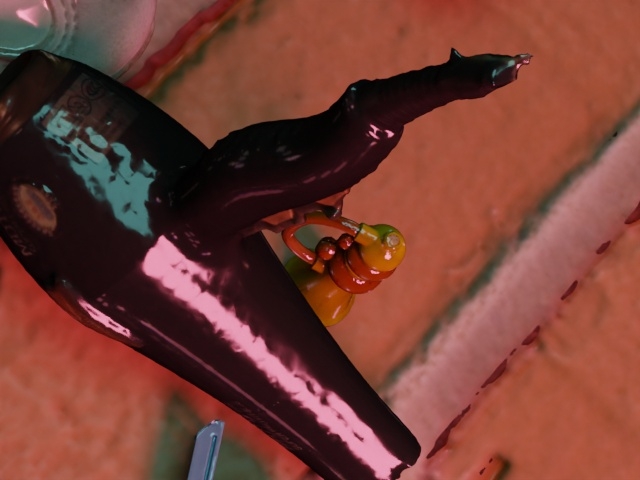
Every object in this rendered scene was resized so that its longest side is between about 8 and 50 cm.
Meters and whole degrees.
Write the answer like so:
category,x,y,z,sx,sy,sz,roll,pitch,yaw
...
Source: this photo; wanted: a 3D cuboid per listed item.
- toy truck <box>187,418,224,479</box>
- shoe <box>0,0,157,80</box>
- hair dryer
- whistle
category,x,y,z,sx,sy,sz,roll,pitch,yaw
toy truck,-0.045,0.143,0.964,0.073,0.056,0.090,-33,76,-19
shoe,-0.203,-0.210,0.897,0.351,0.198,0.172,44,68,-20
hair dryer,0.000,0.000,0.854,0.304,0.359,0.120,46,57,-14
whistle,0.010,0.006,0.993,0.046,0.109,0.057,-36,85,-26
